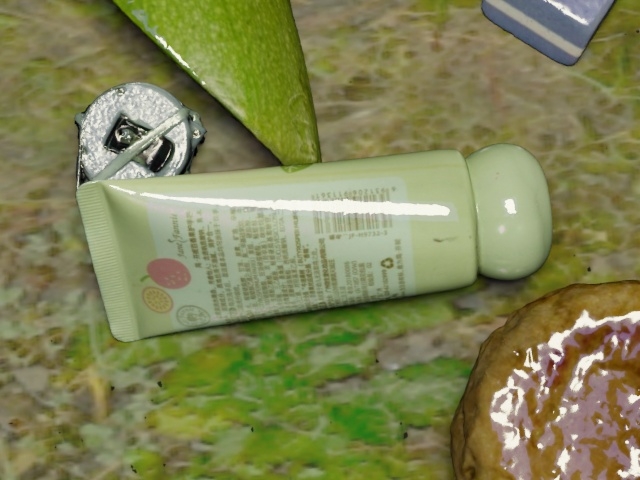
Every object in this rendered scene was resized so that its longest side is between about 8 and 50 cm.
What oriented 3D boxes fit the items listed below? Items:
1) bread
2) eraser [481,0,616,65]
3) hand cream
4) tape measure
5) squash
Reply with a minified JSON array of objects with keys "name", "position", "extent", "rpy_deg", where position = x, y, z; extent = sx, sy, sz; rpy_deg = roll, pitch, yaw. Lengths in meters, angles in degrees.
[{"name":"bread","position":[0.195,0.134,1.014],"extent":[0.230,0.123,0.230],"rpy_deg":[0,87,7]},{"name":"eraser","position":[0.204,-0.236,1.097],"extent":[0.082,0.036,0.225],"rpy_deg":[32,86,6]},{"name":"hand cream","position":[0.000,0.000,1.046],"extent":[0.305,0.147,0.093],"rpy_deg":[-8,43,-1]},{"name":"tape measure","position":[-0.129,-0.062,1.085],"extent":[0.091,0.054,0.094],"rpy_deg":[16,87,-2]},{"name":"squash","position":[-0.123,-0.162,1.071],"extent":[0.203,0.111,0.289],"rpy_deg":[-11,85,3]}]
